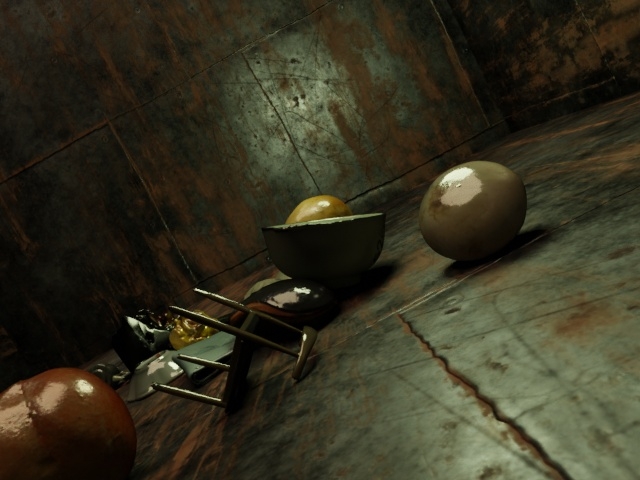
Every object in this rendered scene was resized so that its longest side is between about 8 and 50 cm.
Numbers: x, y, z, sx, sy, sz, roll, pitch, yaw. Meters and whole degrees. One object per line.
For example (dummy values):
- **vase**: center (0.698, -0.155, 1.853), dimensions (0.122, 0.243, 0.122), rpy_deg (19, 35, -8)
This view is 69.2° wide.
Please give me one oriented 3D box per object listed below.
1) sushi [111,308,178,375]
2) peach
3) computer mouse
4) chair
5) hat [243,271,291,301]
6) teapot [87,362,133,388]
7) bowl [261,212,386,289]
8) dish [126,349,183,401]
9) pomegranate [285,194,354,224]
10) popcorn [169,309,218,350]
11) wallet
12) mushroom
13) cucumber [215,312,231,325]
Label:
- **sushi**: center (-0.591, 0.363, 1.667), dimensions (0.212, 0.215, 0.227), rpy_deg (-27, -18, -45)
- **peach**: center (-0.440, 0.336, 0.757), dimensions (0.252, 0.253, 0.252), rpy_deg (-28, 5, 3)
- **computer mouse**: center (-0.102, 0.161, 1.173), dimensions (0.323, 0.117, 0.182), rpy_deg (-13, 6, 39)
- **chair**: center (-0.156, 0.220, 0.897), dimensions (0.271, 0.167, 0.188), rpy_deg (14, 5, 0)
- **hat**: center (-0.136, 0.123, 1.427), dimensions (0.214, 0.149, 0.245), rpy_deg (-16, 56, 41)
- **teapot**: center (-0.779, 0.498, 1.719), dimensions (0.149, 0.111, 0.108), rpy_deg (-33, -10, 6)
- **bowl**: center (0.018, 0.033, 1.299), dimensions (0.353, 0.185, 0.354), rpy_deg (-7, 3, 0)
- **dish**: center (-0.495, 0.389, 1.403), dimensions (0.229, 0.081, 0.229), rpy_deg (-28, 4, 2)
- **pomegranate**: center (0.003, -0.018, 1.625), dimensions (0.307, 0.308, 0.307), rpy_deg (-28, 5, 3)
- **popcorn**: center (-0.425, 0.307, 1.563), dimensions (0.167, 0.152, 0.148), rpy_deg (-27, 45, -22)
- **wallet**: center (-0.248, 0.285, 1.268), dimensions (0.290, 0.054, 0.251), rpy_deg (-24, 8, -25)
- **mushroom**: center (0.318, -0.056, 0.969), dimensions (0.226, 0.178, 0.227), rpy_deg (-23, 43, 23)
- **cucumber**: center (-0.343, 0.299, 1.673), dimensions (0.214, 0.052, 0.058), rpy_deg (-26, 41, 49)
